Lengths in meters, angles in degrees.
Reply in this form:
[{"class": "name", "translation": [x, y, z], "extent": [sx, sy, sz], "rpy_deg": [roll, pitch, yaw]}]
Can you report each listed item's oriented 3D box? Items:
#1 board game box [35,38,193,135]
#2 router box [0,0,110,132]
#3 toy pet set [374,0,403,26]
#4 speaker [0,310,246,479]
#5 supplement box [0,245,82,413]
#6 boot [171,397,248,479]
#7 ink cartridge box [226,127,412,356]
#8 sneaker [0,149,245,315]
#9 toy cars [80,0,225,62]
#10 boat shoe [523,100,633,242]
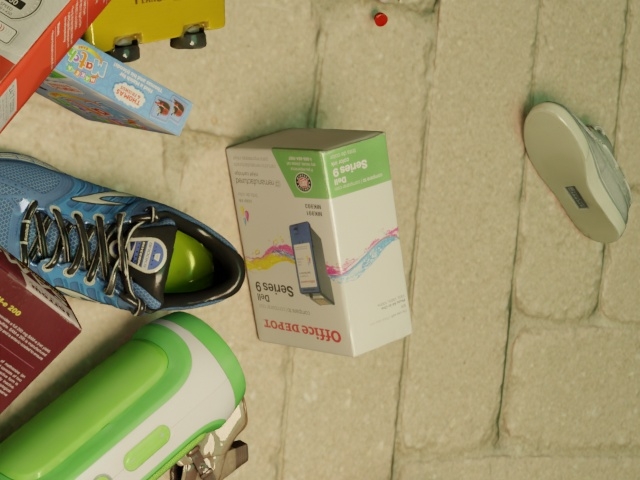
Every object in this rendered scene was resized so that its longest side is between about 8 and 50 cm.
[{"class": "board game box", "translation": [-0.237, -0.156, 1.378], "extent": [0.211, 0.160, 0.039], "rpy_deg": [27, 81, -39]}, {"class": "router box", "translation": [-0.307, -0.282, 1.232], "extent": [0.335, 0.082, 0.301], "rpy_deg": [32, 68, 4]}, {"class": "toy pet set", "translation": [0.052, -0.312, 1.696], "extent": [0.122, 0.065, 0.114], "rpy_deg": [34, 107, -35]}, {"class": "speaker", "translation": [-0.208, 0.192, 1.460], "extent": [0.296, 0.131, 0.131], "rpy_deg": [-40, 118, -31]}, {"class": "supplement box", "translation": [-0.331, 0.109, 1.320], "extent": [0.239, 0.073, 0.130], "rpy_deg": [-44, 125, 3]}, {"class": "boot", "translation": [-0.118, 0.192, 1.598], "extent": [0.087, 0.042, 0.118], "rpy_deg": [-13, 96, -31]}, {"class": "ink cartridge box", "translation": [0.000, 0.000, 1.602], "extent": [0.093, 0.154, 0.212], "rpy_deg": [-21, 108, -38]}, {"class": "sneaker", "translation": [-0.204, -0.004, 1.432], "extent": [0.330, 0.147, 0.129], "rpy_deg": [10, 88, -40]}, {"class": "toy cars", "translation": [-0.132, -0.308, 1.503], "extent": [0.176, 0.087, 0.393], "rpy_deg": [54, 54, -44]}, {"class": "boat shoe", "translation": [0.317, -0.097, 1.927], "extent": [0.227, 0.079, 0.081], "rpy_deg": [55, 51, -35]}]
